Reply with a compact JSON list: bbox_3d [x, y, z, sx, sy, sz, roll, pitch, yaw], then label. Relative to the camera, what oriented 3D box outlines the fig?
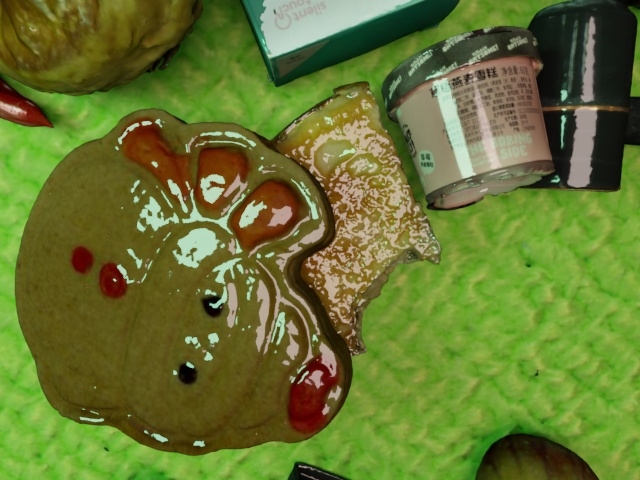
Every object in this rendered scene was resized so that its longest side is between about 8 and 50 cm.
[{"bbox_3d":[0.237,0.336,0.564,0.143,0.231,0.160,-11,110,40],"label":"fig"}]

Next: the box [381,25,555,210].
[{"bbox_3d":[0.149,-0.107,0.491,0.151,0.151,0.135,-14,85,-1],"label":"box"}]

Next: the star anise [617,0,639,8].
[{"bbox_3d":[0.270,-0.301,0.461,0.283,0.212,0.129,21,111,1],"label":"star anise"}]

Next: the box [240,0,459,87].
[{"bbox_3d":[-0.011,-0.335,0.475,0.205,0.118,0.311,-20,100,2],"label":"box"}]

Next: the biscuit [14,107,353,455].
[{"bbox_3d":[-0.140,0.055,0.501,0.381,0.074,0.358,28,102,16],"label":"biscuit"}]

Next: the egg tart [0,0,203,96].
[{"bbox_3d":[-0.254,-0.329,0.380,0.444,0.178,0.443,17,140,15],"label":"egg tart"}]

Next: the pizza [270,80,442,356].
[{"bbox_3d":[0.000,0.000,0.547,0.223,0.089,0.323,38,98,-1],"label":"pizza"}]

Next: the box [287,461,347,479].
[{"bbox_3d":[0.084,0.448,0.548,0.346,0.251,0.204,23,98,-8],"label":"box"}]

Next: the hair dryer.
[{"bbox_3d":[0.386,-0.147,0.550,0.353,0.107,0.188,0,98,-11],"label":"hair dryer"}]

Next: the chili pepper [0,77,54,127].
[{"bbox_3d":[-0.362,-0.164,0.514,0.191,0.059,0.050,27,90,-5],"label":"chili pepper"}]
